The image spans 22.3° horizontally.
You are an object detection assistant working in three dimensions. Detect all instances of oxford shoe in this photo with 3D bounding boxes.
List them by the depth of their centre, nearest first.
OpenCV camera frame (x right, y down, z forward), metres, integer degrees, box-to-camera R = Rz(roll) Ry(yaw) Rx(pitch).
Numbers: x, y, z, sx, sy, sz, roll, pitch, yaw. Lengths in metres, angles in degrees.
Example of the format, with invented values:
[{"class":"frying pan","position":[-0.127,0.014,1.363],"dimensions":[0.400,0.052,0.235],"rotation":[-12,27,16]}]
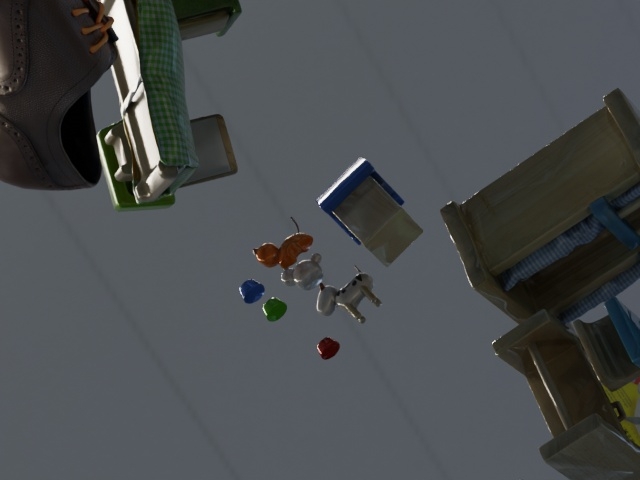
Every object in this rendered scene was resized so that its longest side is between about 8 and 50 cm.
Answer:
[{"class":"oxford shoe","position":[-0.212,-0.192,1.232],"dimensions":[0.130,0.133,0.363],"rotation":[-69,-9,-46]}]

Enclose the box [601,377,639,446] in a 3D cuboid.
[{"class":"box","position":[0.270,0.129,1.225],"dimensions":[0.043,0.179,0.105],"rotation":[11,-140,-47]}]

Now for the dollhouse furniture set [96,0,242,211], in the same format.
[{"class":"dollhouse furniture set","position":[-0.114,-0.144,1.431],"dimensions":[0.151,0.301,0.197],"rotation":[-15,-92,-15]}]

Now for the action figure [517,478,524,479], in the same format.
[{"class":"action figure","position":[0.255,0.222,1.048],"dimensions":[0.141,0.276,0.164],"rotation":[27,-111,-63]}]

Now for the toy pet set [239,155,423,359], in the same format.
[{"class":"toy pet set","position":[0.000,0.000,1.038],"dimensions":[0.114,0.065,0.122],"rotation":[-44,-35,2]}]

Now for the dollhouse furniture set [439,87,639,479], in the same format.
[{"class":"dollhouse furniture set","position":[0.178,0.041,0.926],"dimensions":[0.129,0.129,0.183],"rotation":[36,-154,-45]}]
